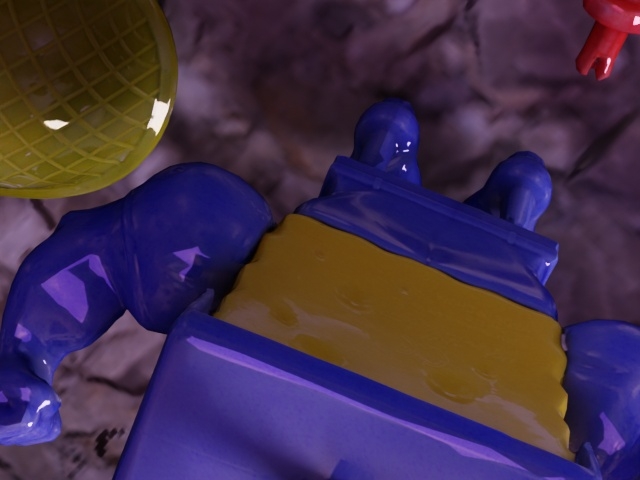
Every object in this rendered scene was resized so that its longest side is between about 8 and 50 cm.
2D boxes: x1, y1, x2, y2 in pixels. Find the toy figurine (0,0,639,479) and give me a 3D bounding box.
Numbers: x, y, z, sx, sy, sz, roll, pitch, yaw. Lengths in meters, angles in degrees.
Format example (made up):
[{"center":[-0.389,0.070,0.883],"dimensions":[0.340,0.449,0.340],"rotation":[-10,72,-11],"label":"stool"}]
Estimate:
[{"center":[0.000,0.000,0.491],"dimensions":[0.362,0.217,0.191],"rotation":[23,124,-2],"label":"toy figurine"}]
